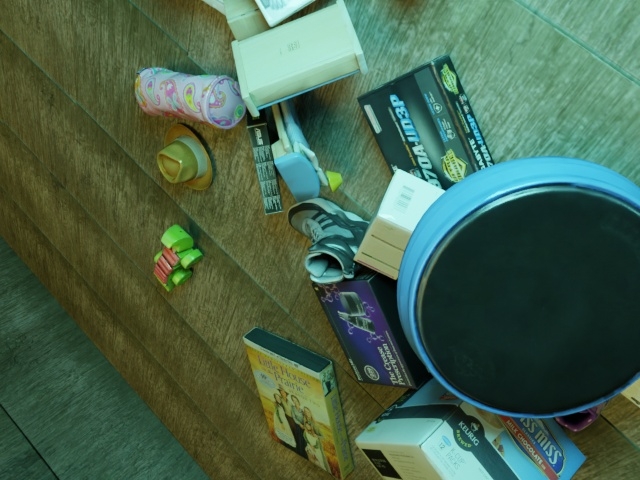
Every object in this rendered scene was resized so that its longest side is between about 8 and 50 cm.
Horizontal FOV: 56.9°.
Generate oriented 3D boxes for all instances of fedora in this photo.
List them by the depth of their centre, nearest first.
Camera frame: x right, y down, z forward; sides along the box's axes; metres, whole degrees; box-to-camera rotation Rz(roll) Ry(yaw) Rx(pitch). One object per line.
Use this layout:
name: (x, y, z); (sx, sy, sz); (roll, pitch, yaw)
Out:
fedora: (-0.361, -0.201, 1.514); (0.194, 0.079, 0.195); (27, 134, 31)

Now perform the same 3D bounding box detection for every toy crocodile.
toy crocodile: (-0.448, 0.062, 1.786); (0.115, 0.105, 0.340); (50, 143, 6)

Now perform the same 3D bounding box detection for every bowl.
bowl: (0.304, 0.080, 0.827); (0.390, 0.077, 0.392); (1, 112, 3)

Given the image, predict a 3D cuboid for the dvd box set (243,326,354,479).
dvd box set: (-0.062, 0.476, 1.720); (0.307, 0.062, 0.421); (16, 129, 39)

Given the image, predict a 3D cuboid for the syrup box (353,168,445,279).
syrup box: (0.133, -0.019, 1.030); (0.096, 0.093, 0.237); (25, 160, 1)

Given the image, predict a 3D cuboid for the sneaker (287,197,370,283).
sneaker: (0.000, 0.000, 1.216); (0.268, 0.153, 0.101); (23, 133, 35)

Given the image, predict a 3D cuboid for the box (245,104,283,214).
box: (-0.117, -0.178, 1.212); (0.184, 0.045, 0.191); (-110, 9, -60)

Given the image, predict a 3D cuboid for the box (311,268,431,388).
box: (0.119, 0.179, 1.272); (0.184, 0.103, 0.261); (-8, 111, 52)

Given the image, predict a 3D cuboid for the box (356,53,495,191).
box: (0.176, -0.172, 0.981); (0.175, 0.051, 0.220); (-11, 109, 51)

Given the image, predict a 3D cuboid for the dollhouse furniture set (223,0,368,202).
dollhouse furniture set: (-0.014, -0.273, 1.083); (0.303, 0.198, 0.287); (62, -168, -57)

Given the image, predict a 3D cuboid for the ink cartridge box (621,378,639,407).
ink cartridge box: (0.530, 0.223, 0.920); (0.063, 0.029, 0.115); (39, 141, 18)

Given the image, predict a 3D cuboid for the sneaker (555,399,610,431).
sneaker: (0.440, 0.225, 0.957); (0.095, 0.104, 0.237); (30, 135, 31)

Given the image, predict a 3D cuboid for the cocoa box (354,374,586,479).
cocoa box: (0.262, 0.395, 1.118); (0.231, 0.228, 0.347); (51, 158, 5)

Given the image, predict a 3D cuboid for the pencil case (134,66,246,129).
pencil case: (-0.297, -0.325, 1.325); (0.284, 0.124, 0.124); (20, 131, 38)

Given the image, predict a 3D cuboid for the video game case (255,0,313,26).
video game case: (-0.054, -0.469, 0.935); (0.191, 0.173, 0.022); (60, -173, -6)

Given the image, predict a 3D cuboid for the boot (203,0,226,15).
boot: (-0.205, -0.520, 1.110); (0.258, 0.095, 0.123); (32, 132, 15)
